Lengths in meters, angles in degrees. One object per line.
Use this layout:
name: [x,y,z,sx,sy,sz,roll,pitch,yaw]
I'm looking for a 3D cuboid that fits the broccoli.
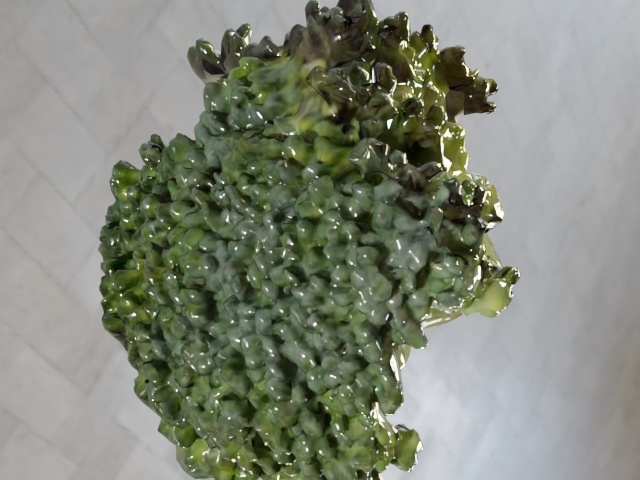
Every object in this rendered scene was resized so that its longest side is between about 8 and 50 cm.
broccoli: [-0.016,0.000,0.957,0.334,0.324,0.272,-51,171,27]
